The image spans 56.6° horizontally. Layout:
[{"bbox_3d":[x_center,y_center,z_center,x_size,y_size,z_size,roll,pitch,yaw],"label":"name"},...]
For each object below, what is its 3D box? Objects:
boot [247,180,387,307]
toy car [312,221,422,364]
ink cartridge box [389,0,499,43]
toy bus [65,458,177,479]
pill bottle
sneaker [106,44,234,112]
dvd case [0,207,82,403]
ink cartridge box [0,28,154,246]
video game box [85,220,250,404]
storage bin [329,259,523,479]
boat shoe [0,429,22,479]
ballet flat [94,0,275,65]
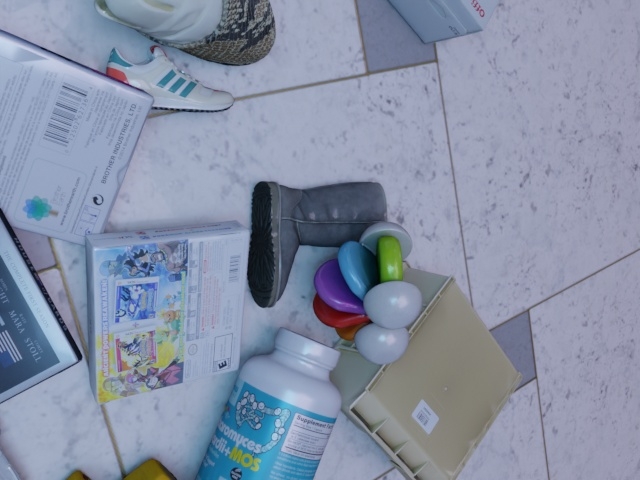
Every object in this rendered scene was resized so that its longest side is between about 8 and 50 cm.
[{"bbox_3d":[0.001,0.001,0.861,0.208,0.076,0.190,2,96,-40],"label":"boot"},{"bbox_3d":[0.057,0.068,0.811,0.136,0.159,0.182,4,136,-5],"label":"toy car"},{"bbox_3d":[0.204,-0.415,0.904,0.128,0.127,0.176,38,75,-31],"label":"ink cartridge box"},{"bbox_3d":[-0.306,0.388,0.673,0.332,0.108,0.130,-44,115,-21],"label":"toy bus"},{"bbox_3d":[-0.063,0.255,0.793,0.146,0.146,0.264,28,79,-32],"label":"pill bottle"},{"bbox_3d":[-0.179,-0.195,0.720,0.161,0.057,0.076,-3,103,-30],"label":"sneaker"},{"bbox_3d":[-0.386,0.098,0.577,0.238,0.029,0.179,-28,95,-12],"label":"dvd case"},{"bbox_3d":[-0.347,-0.121,0.591,0.311,0.065,0.186,18,103,-35],"label":"ink cartridge box"},{"bbox_3d":[-0.185,0.084,0.725,0.187,0.048,0.205,-8,116,-35],"label":"video game box"},{"bbox_3d":[0.161,0.221,0.951,0.260,0.123,0.262,-48,118,-19],"label":"storage bin"},{"bbox_3d":[-0.375,0.221,0.640,0.063,0.066,0.184,-40,106,-54],"label":"boat shoe"},{"bbox_3d":[-0.211,-0.332,0.576,0.483,0.163,0.182,55,30,-39],"label":"ballet flat"}]
